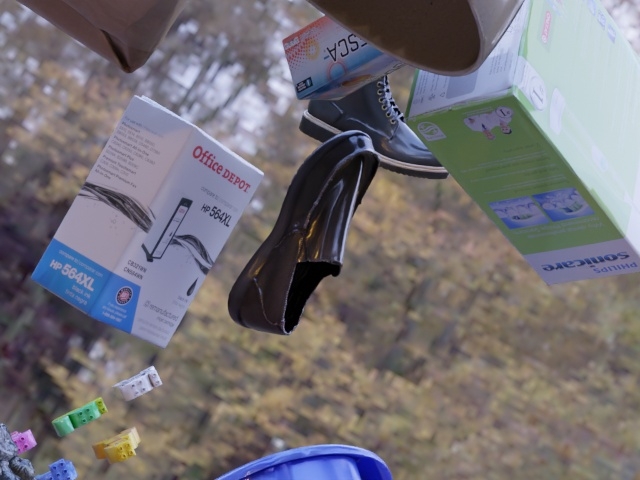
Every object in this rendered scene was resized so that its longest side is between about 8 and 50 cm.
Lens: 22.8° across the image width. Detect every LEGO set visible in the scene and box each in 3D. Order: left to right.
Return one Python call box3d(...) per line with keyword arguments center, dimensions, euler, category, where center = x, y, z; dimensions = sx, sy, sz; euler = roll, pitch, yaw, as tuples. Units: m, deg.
box3d(center=(-0.267, 0.232, 1.850), dimensions=(0.087, 0.227, 0.093), euler=(66, -20, -5), category="LEGO set")

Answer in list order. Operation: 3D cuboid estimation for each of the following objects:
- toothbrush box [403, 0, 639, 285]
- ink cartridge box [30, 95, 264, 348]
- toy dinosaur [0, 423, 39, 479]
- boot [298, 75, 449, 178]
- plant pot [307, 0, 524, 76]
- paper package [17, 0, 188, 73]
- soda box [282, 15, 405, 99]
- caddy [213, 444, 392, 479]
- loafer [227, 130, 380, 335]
box3d(center=(0.217, -0.121, 1.518), dimensions=(0.122, 0.206, 0.283), euler=(-12, -40, 36), category="toothbrush box")
box3d(center=(-0.162, -0.016, 1.526), dimensions=(0.086, 0.203, 0.148), euler=(29, -2, 30), category="ink cartridge box")
box3d(center=(-0.174, 0.071, 0.610), dimensions=(0.268, 0.118, 0.064), euler=(68, 13, 8), category="toy dinosaur")
box3d(center=(0.083, -0.165, 1.938), dimensions=(0.198, 0.137, 0.077), euler=(20, 18, 6), category="boot")
box3d(center=(0.049, -0.265, 0.973), dimensions=(0.284, 0.191, 0.284), euler=(40, -10, 8), category="plant pot")
box3d(center=(-0.195, -0.362, 1.347), dimensions=(0.309, 0.325, 0.168), euler=(33, -32, -12), category="paper package")
box3d(center=(0.052, -0.185, 1.417), dimensions=(0.058, 0.063, 0.183), euler=(-4, -14, -46), category="soda box")
box3d(center=(-0.078, 0.307, 1.412), dimensions=(0.179, 0.341, 0.241), euler=(63, -1, 33), category="caddy")
box3d(center=(0.000, 0.000, 1.518), dimensions=(0.078, 0.220, 0.080), euler=(32, 3, 33), category="loafer")
